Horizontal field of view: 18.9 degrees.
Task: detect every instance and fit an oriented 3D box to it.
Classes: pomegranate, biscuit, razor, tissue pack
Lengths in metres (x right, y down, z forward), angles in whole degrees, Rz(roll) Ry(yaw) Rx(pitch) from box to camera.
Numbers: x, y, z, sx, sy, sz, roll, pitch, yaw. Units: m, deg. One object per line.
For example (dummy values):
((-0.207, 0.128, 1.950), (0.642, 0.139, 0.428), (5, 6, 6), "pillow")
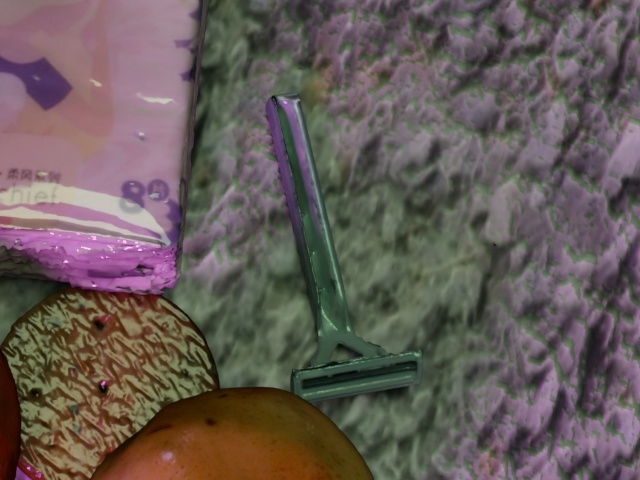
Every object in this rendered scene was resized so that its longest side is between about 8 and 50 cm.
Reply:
((-0.059, 0.214, 1.449), (0.233, 0.233, 0.233), (3, 71, -9), "pomegranate")
((-0.175, 0.123, 1.564), (0.188, 0.027, 0.187), (2, 71, -7), "biscuit")
((-0.002, 0.004, 1.628), (0.111, 0.056, 0.277), (-9, 66, -14), "razor")
((-0.218, -0.136, 1.584), (0.242, 0.125, 0.343), (6, 67, -4), "tissue pack")

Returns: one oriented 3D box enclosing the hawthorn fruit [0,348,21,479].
((-0.324, 0.119, 1.445), (0.205, 0.205, 0.253), (1, 75, -9), "hawthorn fruit")
